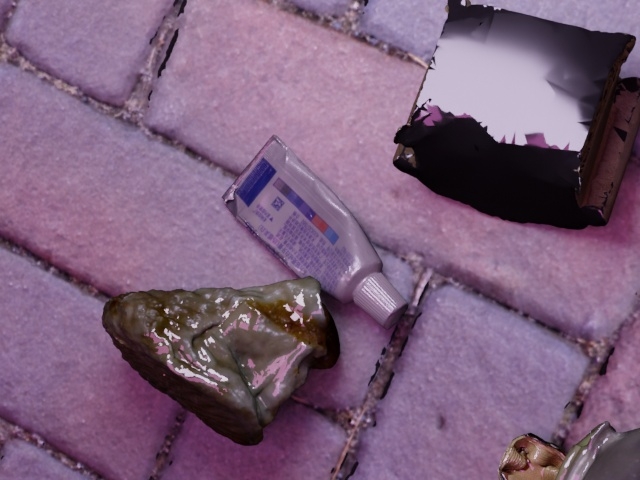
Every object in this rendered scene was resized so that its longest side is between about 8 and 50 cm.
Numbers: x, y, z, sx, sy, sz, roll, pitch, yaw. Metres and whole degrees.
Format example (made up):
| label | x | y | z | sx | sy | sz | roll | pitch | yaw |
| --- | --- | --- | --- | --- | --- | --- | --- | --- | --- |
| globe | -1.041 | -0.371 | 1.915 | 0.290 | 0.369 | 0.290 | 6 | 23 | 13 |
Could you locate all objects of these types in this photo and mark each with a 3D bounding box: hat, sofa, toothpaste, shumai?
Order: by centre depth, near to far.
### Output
| label | x | y | z | sx | sy | sz | roll | pitch | yaw |
| --- | --- | --- | --- | --- | --- | --- | --- | --- | --- |
| sofa | 0.228 | -0.141 | 1.762 | 0.258 | 0.182 | 0.200 | 16 | 78 | 18 |
| hat | 0.244 | 0.269 | 1.791 | 0.077 | 0.059 | 0.076 | 28 | 65 | 7 |
| shumai | -0.119 | 0.107 | 1.871 | 0.272 | 0.222 | 0.203 | 31 | 72 | 15 |
| toothpaste | -0.001 | 0.001 | 1.879 | 0.099 | 0.068 | 0.282 | -38 | 66 | -15 |

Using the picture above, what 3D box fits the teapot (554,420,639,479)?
| label | x | y | z | sx | sy | sz | roll | pitch | yaw |
| --- | --- | --- | --- | --- | --- | --- | --- | --- | --- |
| teapot | 0.375 | 0.331 | 1.697 | 0.239 | 0.321 | 0.239 | 25 | 58 | 33 |
